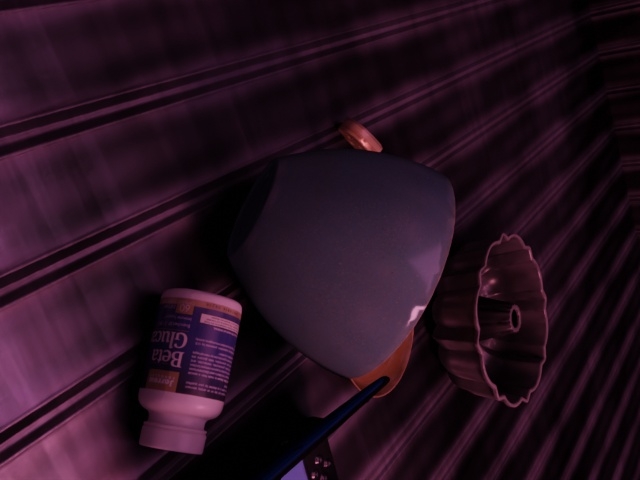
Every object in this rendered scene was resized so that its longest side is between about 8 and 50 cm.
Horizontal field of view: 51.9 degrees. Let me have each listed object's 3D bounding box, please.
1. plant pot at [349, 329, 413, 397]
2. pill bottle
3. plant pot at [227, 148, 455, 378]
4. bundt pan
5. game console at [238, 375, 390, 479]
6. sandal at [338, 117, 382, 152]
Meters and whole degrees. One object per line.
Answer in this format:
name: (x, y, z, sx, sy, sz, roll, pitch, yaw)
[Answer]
plant pot: (0.083, 0.129, 1.050, 0.236, 0.032, 0.236, 5, 84, -56)
pill bottle: (-0.148, 0.145, 0.732, 0.094, 0.094, 0.169, 28, 65, -46)
plant pot: (0.000, 0.000, 0.821, 0.195, 0.290, 0.290, 26, 63, -17)
bundt pan: (0.323, 0.152, 1.278, 0.331, 0.124, 0.330, 9, 78, -50)
game console: (-0.025, 0.332, 0.798, 0.293, 0.173, 0.250, -26, 105, -48)
sandal: (0.096, -0.097, 1.091, 0.240, 0.088, 0.079, 41, 87, -32)
